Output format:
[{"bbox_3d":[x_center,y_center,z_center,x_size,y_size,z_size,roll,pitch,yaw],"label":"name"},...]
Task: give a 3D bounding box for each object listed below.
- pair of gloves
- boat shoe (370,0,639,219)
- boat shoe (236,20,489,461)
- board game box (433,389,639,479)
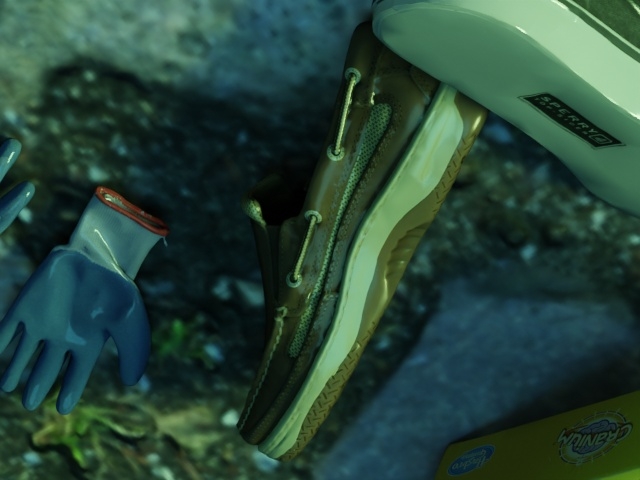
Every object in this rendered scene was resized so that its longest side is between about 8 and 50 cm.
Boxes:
[{"bbox_3d":[-0.177,0.014,1.093,0.198,0.023,0.159,27,120,-11],"label":"pair of gloves"},{"bbox_3d":[0.150,-0.091,0.960,0.306,0.105,0.113,27,160,-32],"label":"boat shoe"},{"bbox_3d":[0.002,-0.003,1.041,0.095,0.095,0.257,27,111,1],"label":"boat shoe"},{"bbox_3d":[0.244,0.175,1.062,0.242,0.064,0.316,44,140,-19],"label":"board game box"}]
